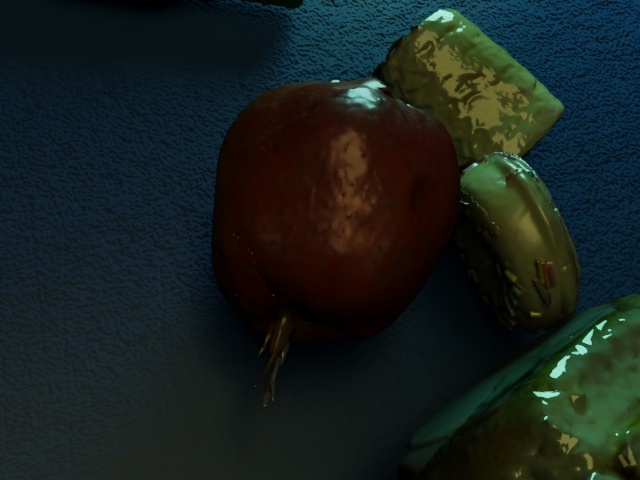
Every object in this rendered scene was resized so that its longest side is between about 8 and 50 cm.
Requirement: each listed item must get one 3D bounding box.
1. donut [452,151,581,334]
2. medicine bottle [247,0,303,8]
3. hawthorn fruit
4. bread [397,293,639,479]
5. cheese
[{"bbox_3d":[0.168,0.005,0.845,0.068,0.174,0.174,-22,72,-8],"label":"donut"},{"bbox_3d":[-0.143,-0.280,0.956,0.261,0.064,0.094,8,66,-10],"label":"medicine bottle"},{"bbox_3d":[0.000,0.000,0.789,0.211,0.211,0.299,20,69,-4],"label":"hawthorn fruit"},{"bbox_3d":[0.241,0.176,0.731,0.264,0.239,0.395,47,46,12],"label":"bread"},{"bbox_3d":[0.150,-0.145,0.948,0.167,0.094,0.123,45,62,9],"label":"cheese"}]
